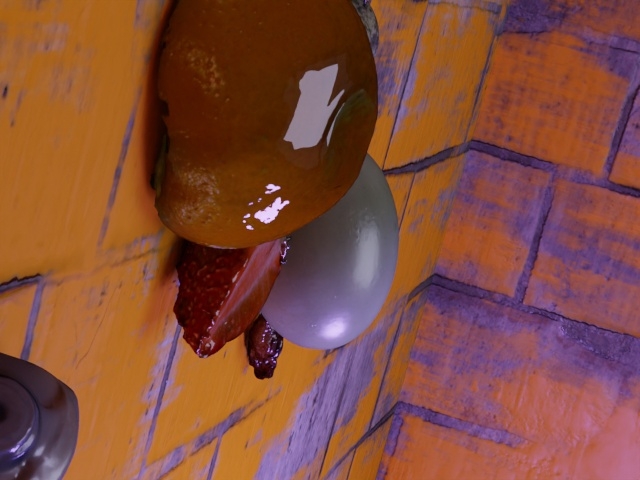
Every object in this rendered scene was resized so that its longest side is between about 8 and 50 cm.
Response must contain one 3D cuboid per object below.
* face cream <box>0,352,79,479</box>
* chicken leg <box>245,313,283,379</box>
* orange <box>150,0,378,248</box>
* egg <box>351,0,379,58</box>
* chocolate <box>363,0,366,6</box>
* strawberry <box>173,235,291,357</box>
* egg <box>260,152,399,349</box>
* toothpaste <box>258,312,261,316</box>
[{"bbox_3d":[-0.292,0.236,1.363,0.420,0.137,0.235,110,3,-56],"label":"face cream"},{"bbox_3d":[-0.073,0.129,2.222,0.205,0.053,0.093,110,-1,-60],"label":"chicken leg"},{"bbox_3d":[-0.056,-0.131,1.647,0.262,0.196,0.335,-22,138,-37],"label":"orange"},{"bbox_3d":[-0.004,-0.231,1.872,0.172,0.132,0.132,-54,160,-28],"label":"egg"},{"bbox_3d":[0.058,-0.428,1.887,0.102,0.065,0.329,108,-7,-53],"label":"chocolate"},{"bbox_3d":[-0.115,0.040,1.843,0.174,0.098,0.228,78,34,-65],"label":"strawberry"},{"bbox_3d":[0.000,0.000,2.022,0.203,0.202,0.283,-23,112,-74],"label":"egg"},{"bbox_3d":[-0.025,0.007,2.320,0.297,0.048,0.075,-52,162,-51],"label":"toothpaste"}]
